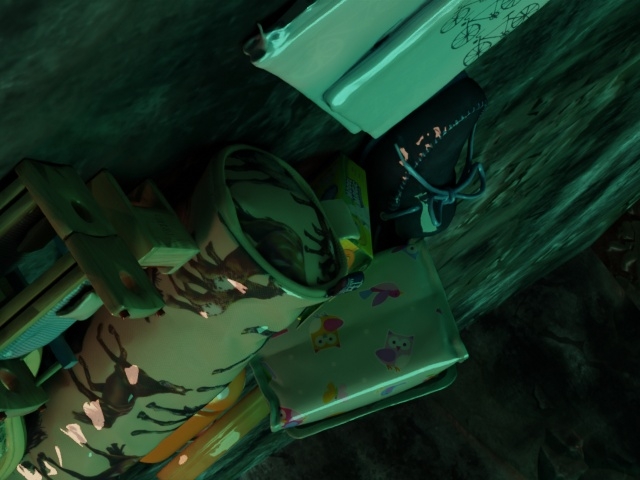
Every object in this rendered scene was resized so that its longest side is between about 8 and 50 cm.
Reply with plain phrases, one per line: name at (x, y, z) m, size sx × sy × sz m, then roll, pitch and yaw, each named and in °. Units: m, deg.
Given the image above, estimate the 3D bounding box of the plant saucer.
plant saucer at (-0.116, 0.236, 1.488) m, size 0.200 × 0.037 × 0.200 m, roll -40°, pitch 176°, yaw -3°

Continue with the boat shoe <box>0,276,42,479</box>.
boat shoe at (-0.302, 0.130, 1.004) m, size 0.089 × 0.104 × 0.285 m, roll -22°, pitch 152°, yaw -34°

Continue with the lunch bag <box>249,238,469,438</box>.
lunch bag at (0.035, 0.113, 1.322) m, size 0.223 × 0.160 × 0.262 m, roll -20°, pitch 171°, yaw -1°

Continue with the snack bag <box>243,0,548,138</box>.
snack bag at (0.118, -0.209, 0.978) m, size 0.323 × 0.037 × 0.342 m, roll -37°, pitch 167°, yaw 9°

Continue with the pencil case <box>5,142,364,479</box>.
pencil case at (-0.147, 0.095, 1.107) m, size 0.183 × 0.160 × 0.410 m, roll 18°, pitch 129°, yaw -44°

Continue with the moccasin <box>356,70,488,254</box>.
moccasin at (0.110, -0.059, 1.316) m, size 0.138 × 0.117 × 0.342 m, roll -30°, pitch 166°, yaw -25°

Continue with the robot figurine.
robot figurine at (-0.177, 0.172, 1.393) m, size 0.219 × 0.128 × 0.158 m, roll -40°, pitch 124°, yaw 21°

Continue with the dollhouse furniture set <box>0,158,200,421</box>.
dollhouse furniture set at (-0.178, 0.037, 0.889) m, size 0.129 × 0.129 × 0.184 m, roll -39°, pitch 167°, yaw 14°

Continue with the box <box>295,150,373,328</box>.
box at (0.000, 0.000, 1.187) m, size 0.105 × 0.043 × 0.179 m, roll -42°, pitch -152°, yaw 24°

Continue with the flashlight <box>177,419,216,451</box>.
flashlight at (-0.135, 0.169, 1.551) m, size 0.103 × 0.103 × 0.304 m, roll -24°, pitch 164°, yaw -42°
